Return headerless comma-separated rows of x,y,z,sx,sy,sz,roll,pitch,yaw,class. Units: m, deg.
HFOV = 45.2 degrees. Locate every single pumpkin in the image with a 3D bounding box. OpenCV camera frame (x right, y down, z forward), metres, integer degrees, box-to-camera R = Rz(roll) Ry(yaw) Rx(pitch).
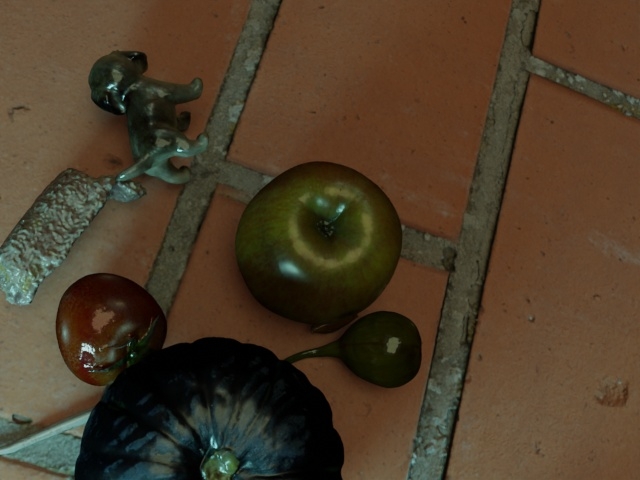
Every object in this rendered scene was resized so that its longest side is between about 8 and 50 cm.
-0.147,0.311,1.039,0.363,0.266,0.363,4,76,-16,pumpkin

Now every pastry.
-0.395,-0.026,1.166,0.112,0.103,0.265,49,59,-15,pastry

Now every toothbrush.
-0.414,0.288,1.098,0.307,0.025,0.029,-20,87,-21,toothbrush

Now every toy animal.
-0.275,-0.199,1.244,0.168,0.121,0.233,-6,64,-34,toy animal

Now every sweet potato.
0.020,0.135,1.274,0.095,0.034,0.034,-12,76,-31,sweet potato

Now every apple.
0.000,0.000,1.198,0.264,0.264,0.264,5,71,-15,apple

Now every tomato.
-0.312,0.125,1.120,0.167,0.167,0.167,5,71,-15,tomato

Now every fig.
0.046,0.184,1.241,0.236,0.124,0.124,-10,74,6,fig
